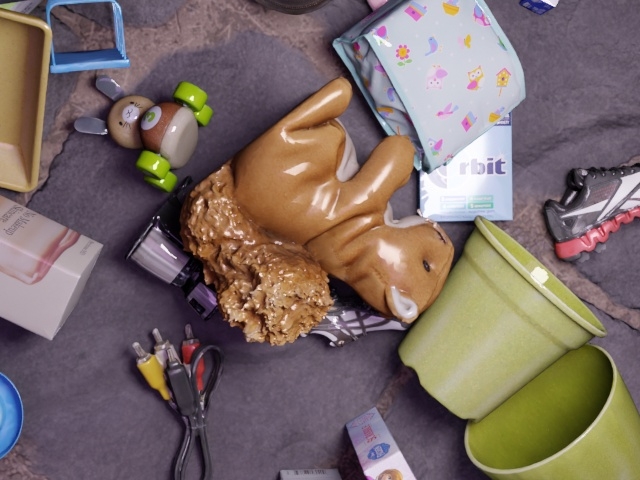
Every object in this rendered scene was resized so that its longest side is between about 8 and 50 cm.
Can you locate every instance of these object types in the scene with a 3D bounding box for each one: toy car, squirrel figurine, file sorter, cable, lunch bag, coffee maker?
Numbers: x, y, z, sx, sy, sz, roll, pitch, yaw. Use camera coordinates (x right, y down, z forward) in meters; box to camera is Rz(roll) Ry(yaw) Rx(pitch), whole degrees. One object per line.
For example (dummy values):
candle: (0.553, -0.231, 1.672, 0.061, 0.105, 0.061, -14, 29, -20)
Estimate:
toy car: (-0.293, -0.191, 1.846, 0.188, 0.149, 0.155, 25, 79, 7)
squirrel figurine: (0.000, 0.000, 1.778, 0.397, 0.281, 0.370, -39, 97, -11)
file sorter: (-0.367, -0.325, 1.793, 0.118, 0.170, 0.104, -7, 107, -12)
cable: (-0.214, 0.279, 1.926, 0.139, 0.072, 0.287, -17, 107, -20)
lunch bag: (0.184, -0.266, 1.834, 0.223, 0.160, 0.262, -39, 109, -16)
coffee maker: (-0.197, 0.014, 1.866, 0.178, 0.120, 0.171, 38, 89, -6)

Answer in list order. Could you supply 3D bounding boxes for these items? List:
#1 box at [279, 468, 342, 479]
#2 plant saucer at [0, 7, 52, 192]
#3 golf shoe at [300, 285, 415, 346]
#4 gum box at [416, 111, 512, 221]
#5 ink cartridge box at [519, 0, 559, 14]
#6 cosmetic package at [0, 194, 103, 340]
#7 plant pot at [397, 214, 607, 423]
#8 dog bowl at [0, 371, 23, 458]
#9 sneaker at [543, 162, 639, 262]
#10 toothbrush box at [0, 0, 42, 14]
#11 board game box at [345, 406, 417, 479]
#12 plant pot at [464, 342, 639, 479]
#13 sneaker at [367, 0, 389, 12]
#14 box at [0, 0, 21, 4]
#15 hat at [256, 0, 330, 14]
box: (-0.015, 0.432, 1.909, 0.101, 0.102, 0.087, 0, 95, -5)
plant saucer: (-0.579, -0.255, 1.781, 0.333, 0.081, 0.333, 14, 131, -5)
golf shoe: (0.055, 0.134, 1.922, 0.198, 0.077, 0.094, 11, 110, -3)
gum box: (0.240, -0.124, 1.927, 0.157, 0.041, 0.184, -1, 92, -3)
ink cartridge box: (0.399, -0.477, 1.891, 0.046, 0.097, 0.207, 26, 91, -5)
cosmetic package: (-0.514, 0.017, 1.816, 0.296, 0.153, 0.129, 26, 109, -6)
plant pot: (0.270, 0.144, 1.854, 0.276, 0.276, 0.254, 41, 102, -5)
dog bowl: (-0.625, 0.263, 1.873, 0.297, 0.074, 0.166, 13, 92, -5)
sneaker: (0.488, -0.084, 1.918, 0.276, 0.097, 0.135, -33, 97, 0)
toothbrush box: (-0.538, -0.492, 1.813, 0.283, 0.122, 0.206, 45, 89, -6)
board game box: (0.152, 0.443, 1.814, 0.066, 0.318, 0.319, -29, 94, -2)
plant pot: (0.428, 0.364, 1.877, 0.275, 0.275, 0.293, -39, 111, -1)
sneaker: (0.142, -0.408, 1.903, 0.134, 0.051, 0.070, -26, 102, -4)
box: (-0.364, -0.544, 1.696, 0.343, 0.179, 0.312, -19, 83, -35)
hat: (-0.060, -0.521, 1.763, 0.331, 0.134, 0.331, -4, 81, 30)
